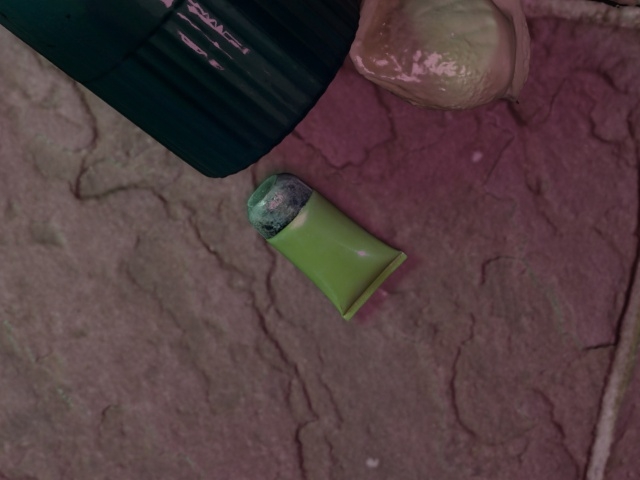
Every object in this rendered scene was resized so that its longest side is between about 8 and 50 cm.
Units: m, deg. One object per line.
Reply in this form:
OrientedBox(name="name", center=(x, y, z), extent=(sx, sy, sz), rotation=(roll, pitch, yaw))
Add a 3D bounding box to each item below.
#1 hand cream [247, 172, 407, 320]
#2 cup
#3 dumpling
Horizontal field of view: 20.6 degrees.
OrientedBox(name="hand cream", center=(0.000, 0.000, 1.834), extent=(0.175, 0.046, 0.095), rotation=(40, 94, -27))
OrientedBox(name="cup", center=(-0.133, -0.246, 1.649), extent=(0.292, 0.308, 0.242), rotation=(39, 127, -21))
OrientedBox(name="dumpling", center=(0.125, -0.211, 1.757), extent=(0.216, 0.126, 0.166), rotation=(3, 91, -11))
